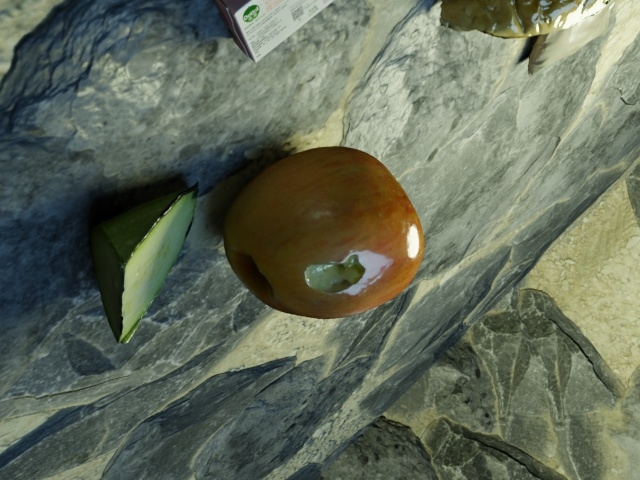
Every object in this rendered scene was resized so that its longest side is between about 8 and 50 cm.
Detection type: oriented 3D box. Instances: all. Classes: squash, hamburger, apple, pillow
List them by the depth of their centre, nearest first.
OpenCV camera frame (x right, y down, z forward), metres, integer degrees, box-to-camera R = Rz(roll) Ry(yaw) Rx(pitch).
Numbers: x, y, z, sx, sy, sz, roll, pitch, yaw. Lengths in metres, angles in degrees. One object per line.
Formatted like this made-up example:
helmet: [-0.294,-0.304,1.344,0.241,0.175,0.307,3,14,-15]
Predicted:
squash: [-0.223,0.002,0.995,0.184,0.085,0.192,-62,176,-40]
hamburger: [0.270,-0.337,1.089,0.207,0.155,0.135,-26,149,-19]
apple: [0.000,0.000,1.119,0.241,0.242,0.242,-24,152,-23]
pillow: [0.437,-0.394,1.352,0.173,0.067,0.270,-28,154,-19]

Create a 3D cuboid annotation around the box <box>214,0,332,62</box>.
box: [-0.042,-0.254,0.849,0.125,0.043,0.089,-39,157,-7]
